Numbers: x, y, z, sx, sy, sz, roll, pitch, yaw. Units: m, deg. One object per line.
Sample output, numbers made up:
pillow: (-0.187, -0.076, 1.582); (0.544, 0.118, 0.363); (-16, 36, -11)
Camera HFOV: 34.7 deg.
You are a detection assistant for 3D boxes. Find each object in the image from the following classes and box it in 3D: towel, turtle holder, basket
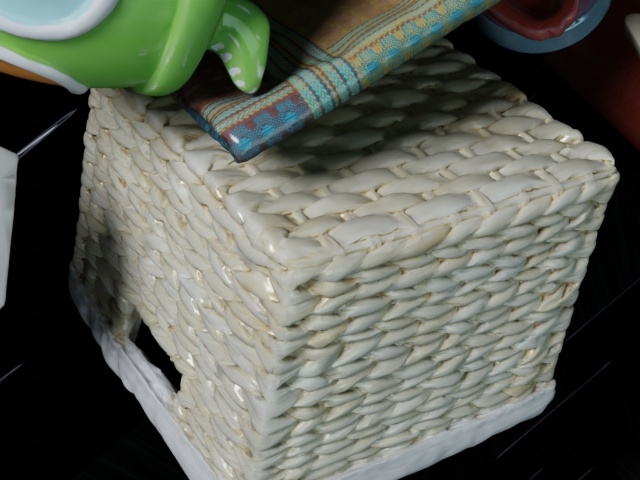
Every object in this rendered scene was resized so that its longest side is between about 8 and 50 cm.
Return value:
towel: (0.044, -0.207, 0.714); (0.370, 0.271, 0.040); (-33, 127, -10)
turtle holder: (-0.137, -0.230, 0.540); (0.228, 0.243, 0.320); (0, 144, -23)
basket: (0.000, 0.000, 0.842); (0.331, 0.328, 0.266); (-16, 133, -30)

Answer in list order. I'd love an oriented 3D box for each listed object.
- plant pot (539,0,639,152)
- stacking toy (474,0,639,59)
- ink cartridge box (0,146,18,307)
plant pot: (0.378, -0.194, 1.033); (0.272, 0.265, 0.272); (-25, 142, -21)
stacking toy: (0.297, -0.251, 0.904); (0.309, 0.279, 0.130); (-42, 155, -1)
ink cartridge box: (-0.344, -0.027, 0.589); (0.197, 0.114, 0.273); (-11, 157, 30)
